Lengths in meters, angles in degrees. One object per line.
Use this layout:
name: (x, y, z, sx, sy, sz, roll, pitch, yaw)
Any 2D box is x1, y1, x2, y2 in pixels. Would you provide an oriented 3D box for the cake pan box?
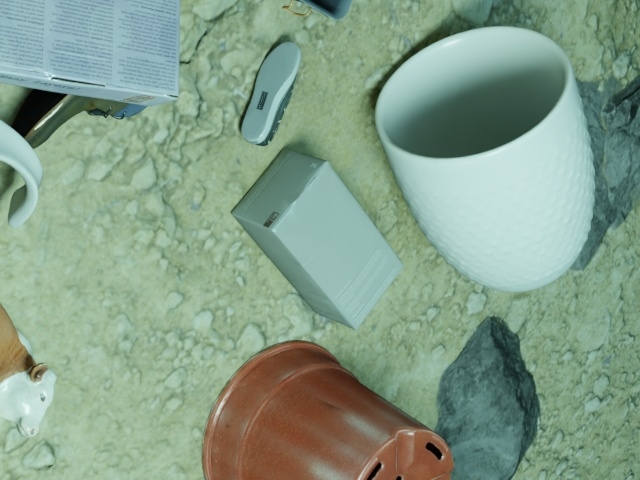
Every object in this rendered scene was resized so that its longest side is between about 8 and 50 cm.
cake pan box: (-0.271, -0.280, 1.305, 0.267, 0.070, 0.245, 3, 82, -39)

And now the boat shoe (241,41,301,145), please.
boat shoe: (-0.061, -0.189, 1.602, 0.040, 0.049, 0.142, 26, 88, -63)

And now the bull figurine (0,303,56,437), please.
bull figurine: (-0.411, 0.096, 1.336, 0.188, 0.101, 0.310, -31, 112, -32)

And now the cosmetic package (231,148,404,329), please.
cosmetic package: (0.000, 0.000, 1.681, 0.127, 0.107, 0.238, -50, 128, -17)

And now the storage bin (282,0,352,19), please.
storage bin: (-0.031, -0.334, 1.542, 0.135, 0.091, 0.098, 21, 90, -43)

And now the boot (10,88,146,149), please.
boot: (-0.255, -0.159, 1.410, 0.219, 0.082, 0.106, -51, 129, -19)

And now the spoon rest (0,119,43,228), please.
spoon rest: (-0.391, -0.116, 1.279, 0.276, 0.084, 0.137, 39, 37, -40)

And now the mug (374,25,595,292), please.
mug: (0.265, -0.127, 1.788, 0.328, 0.276, 0.374, 64, 31, -41)

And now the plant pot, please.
plant pot: (0.023, 0.308, 1.693, 0.272, 0.265, 0.272, -16, 115, -37)
